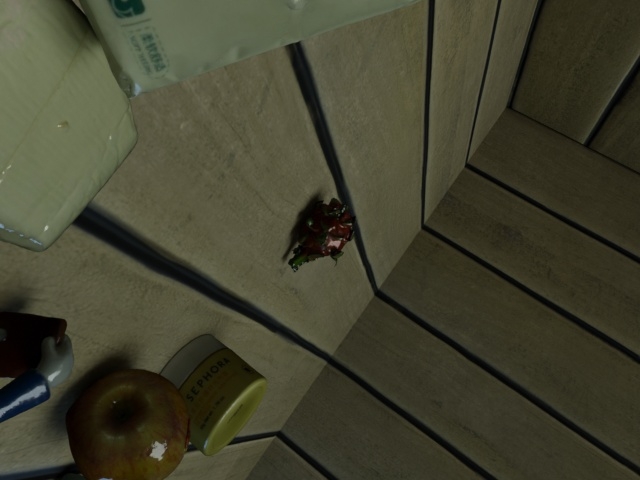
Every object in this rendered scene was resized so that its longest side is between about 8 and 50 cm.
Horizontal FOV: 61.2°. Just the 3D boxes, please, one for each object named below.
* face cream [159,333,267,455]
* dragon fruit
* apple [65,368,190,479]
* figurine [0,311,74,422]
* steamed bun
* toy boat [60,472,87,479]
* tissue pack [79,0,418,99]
[{"bbox_3d":[-0.259,0.361,1.274,0.218,0.179,0.218,-49,161,-23],"label":"face cream"},{"bbox_3d":[0.004,0.001,1.412,0.236,0.137,0.135,-61,174,16],"label":"dragon fruit"},{"bbox_3d":[-0.342,0.342,0.977,0.211,0.211,0.188,-46,159,-30],"label":"apple"},{"bbox_3d":[-0.385,0.176,0.594,0.339,0.204,0.284,94,22,-48],"label":"figurine"},{"bbox_3d":[-0.276,-0.117,0.439,0.250,0.154,0.200,81,32,-64],"label":"steamed bun"},{"bbox_3d":[-0.507,0.569,1.146,0.261,0.078,0.085,102,2,-49],"label":"toy boat"},{"bbox_3d":[-0.071,-0.324,0.326,0.296,0.207,0.381,-24,142,-7],"label":"tissue pack"}]
